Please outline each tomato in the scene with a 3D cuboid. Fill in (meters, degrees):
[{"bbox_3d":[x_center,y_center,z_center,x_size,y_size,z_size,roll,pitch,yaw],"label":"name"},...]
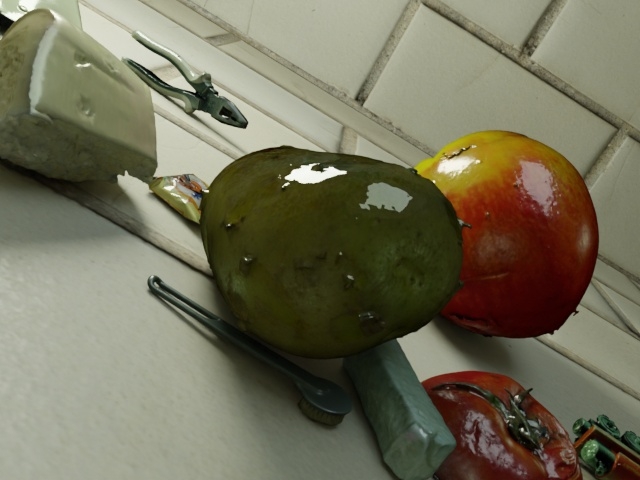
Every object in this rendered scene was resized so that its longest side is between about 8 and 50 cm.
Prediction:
[{"bbox_3d":[0.218,0.231,0.774,0.228,0.101,0.228,28,23,-13],"label":"tomato"}]

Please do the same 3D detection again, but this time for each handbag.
[{"bbox_3d":[-0.556,-0.442,1.222,0.241,0.109,0.315,19,26,-31],"label":"handbag"}]

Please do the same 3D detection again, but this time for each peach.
[{"bbox_3d":[0.301,-0.001,1.139,0.370,0.370,0.370,28,19,-11],"label":"peach"}]

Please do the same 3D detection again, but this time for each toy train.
[{"bbox_3d":[0.439,0.326,0.926,0.176,0.074,0.118,34,22,-1],"label":"toy train"}]

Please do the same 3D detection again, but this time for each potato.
[{"bbox_3d":[-0.018,0.002,0.763,0.269,0.219,0.359,-15,24,-40],"label":"potato"}]

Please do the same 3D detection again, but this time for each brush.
[{"bbox_3d":[-0.082,0.116,0.711,0.266,0.027,0.062,32,18,10],"label":"brush"}]

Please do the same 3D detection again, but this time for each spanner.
[{"bbox_3d":[-0.281,-0.328,1.370,0.324,0.096,0.040,35,20,11],"label":"spanner"}]

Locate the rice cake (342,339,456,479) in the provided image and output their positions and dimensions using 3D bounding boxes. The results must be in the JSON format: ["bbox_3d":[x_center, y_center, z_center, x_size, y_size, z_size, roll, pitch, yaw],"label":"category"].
[{"bbox_3d":[0.081,0.179,0.740,0.063,0.069,0.206,20,20,-27],"label":"rice cake"}]

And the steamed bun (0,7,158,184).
[{"bbox_3d":[-0.321,-0.154,0.830,0.225,0.170,0.200,34,43,-52],"label":"steamed bun"}]

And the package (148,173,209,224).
[{"bbox_3d":[-0.186,-0.061,0.962,0.120,0.031,0.108,38,20,16],"label":"package"}]
